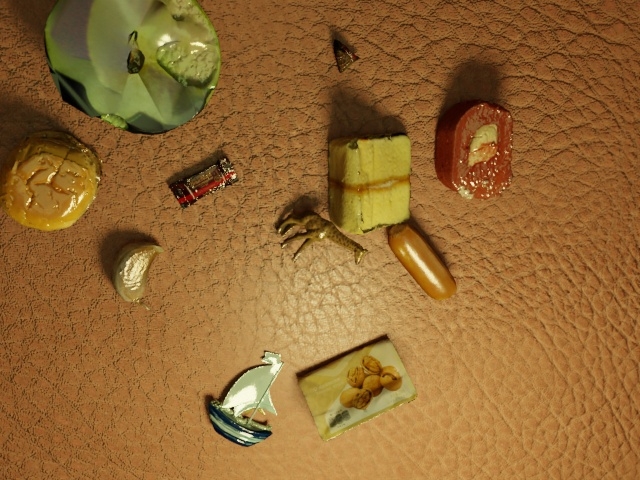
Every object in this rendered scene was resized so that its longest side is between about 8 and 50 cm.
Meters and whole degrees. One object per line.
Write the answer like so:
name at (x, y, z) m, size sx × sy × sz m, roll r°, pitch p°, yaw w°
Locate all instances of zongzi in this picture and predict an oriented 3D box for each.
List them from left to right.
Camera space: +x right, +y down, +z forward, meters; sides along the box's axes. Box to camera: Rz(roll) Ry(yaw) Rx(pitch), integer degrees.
zongzi at (0.055, -0.494, 1.614) m, size 0.067 × 0.073 × 0.083 m, roll -31°, pitch 107°, yaw 18°

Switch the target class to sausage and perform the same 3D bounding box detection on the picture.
sausage at (0.296, 0.063, 1.775) m, size 0.105 × 0.105 × 0.274 m, roll -40°, pitch 107°, yaw 1°

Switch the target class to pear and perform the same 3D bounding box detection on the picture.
pear at (-0.441, -0.456, 1.488) m, size 0.398 × 0.165 × 0.399 m, roll -2°, pitch 104°, yaw -9°

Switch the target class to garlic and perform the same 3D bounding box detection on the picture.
garlic at (-0.505, 0.098, 1.659) m, size 0.128 × 0.090 × 0.198 m, roll 7°, pitch 98°, yaw -24°

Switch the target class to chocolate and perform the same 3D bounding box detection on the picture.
chocolate at (-0.316, -0.158, 1.656) m, size 0.182 × 0.028 × 0.086 m, roll -30°, pitch 114°, yaw -1°

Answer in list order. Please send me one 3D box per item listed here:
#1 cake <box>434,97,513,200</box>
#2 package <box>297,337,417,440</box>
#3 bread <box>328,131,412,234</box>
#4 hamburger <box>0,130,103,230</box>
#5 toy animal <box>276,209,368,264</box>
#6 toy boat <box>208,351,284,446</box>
cake at (0.425, -0.251, 1.697) m, size 0.176 × 0.151 × 0.283 m, roll -8°, pitch 110°, yaw -12°
package at (0.117, 0.467, 1.839) m, size 0.311 × 0.221 × 0.165 m, roll -24°, pitch 146°, yaw -5°
bread at (0.161, -0.159, 1.661) m, size 0.235 × 0.198 × 0.264 m, roll -6°, pitch 106°, yaw -16°
hamburger at (-0.675, -0.151, 1.525) m, size 0.244 × 0.163 × 0.245 m, roll -2°, pitch 102°, yaw -8°
toy animal at (0.001, -0.010, 1.671) m, size 0.275 × 0.054 × 0.149 m, roll 0°, pitch 87°, yaw 23°
toy boat at (-0.199, 0.467, 1.814) m, size 0.220 × 0.067 × 0.291 m, roll 29°, pitch 94°, yaw -15°
